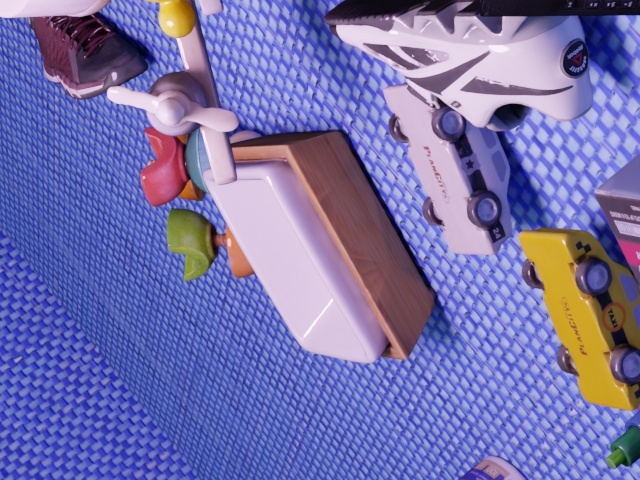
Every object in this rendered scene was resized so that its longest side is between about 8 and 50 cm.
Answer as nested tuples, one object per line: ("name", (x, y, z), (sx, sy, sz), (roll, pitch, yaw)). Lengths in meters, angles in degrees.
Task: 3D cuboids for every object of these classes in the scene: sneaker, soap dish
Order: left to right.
("sneaker", (-0.341, -0.289, 2.534), (0.281, 0.106, 0.163), (18, 135, 59))
("soap dish", (0.000, 0.000, 2.206), (0.291, 0.118, 0.229), (61, 159, -14))
("sneaker", (0.120, -0.165, 1.681), (0.330, 0.122, 0.146), (19, 138, 58))

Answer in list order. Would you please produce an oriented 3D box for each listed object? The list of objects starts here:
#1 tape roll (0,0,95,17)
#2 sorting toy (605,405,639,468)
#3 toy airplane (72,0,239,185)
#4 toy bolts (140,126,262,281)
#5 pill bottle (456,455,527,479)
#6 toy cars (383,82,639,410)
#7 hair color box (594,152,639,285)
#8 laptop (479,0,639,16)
("tape roll", (-0.259, -0.392, 1.642), (0.392, 0.072, 0.392), (174, 90, -66))
("sorting toy", (0.407, 0.298, 1.762), (0.365, 0.126, 0.127), (47, 158, 18))
("toy airplane", (-0.164, -0.298, 1.863), (0.386, 0.272, 0.384), (60, 159, 29))
("toy bolts", (-0.124, -0.084, 2.401), (0.228, 0.158, 0.218), (68, -162, -56))
("pill bottle", (0.173, 0.360, 2.282), (0.112, 0.186, 0.112), (45, 157, 25))
("toy cars", (0.205, -0.012, 1.798), (0.394, 0.087, 0.176), (49, 154, 23))
("hair color box", (0.384, 0.091, 1.487), (0.185, 0.113, 0.374), (16, 140, 60))
("laptop", (0.263, -0.181, 1.322), (0.234, 0.264, 0.137), (98, 170, -60))
